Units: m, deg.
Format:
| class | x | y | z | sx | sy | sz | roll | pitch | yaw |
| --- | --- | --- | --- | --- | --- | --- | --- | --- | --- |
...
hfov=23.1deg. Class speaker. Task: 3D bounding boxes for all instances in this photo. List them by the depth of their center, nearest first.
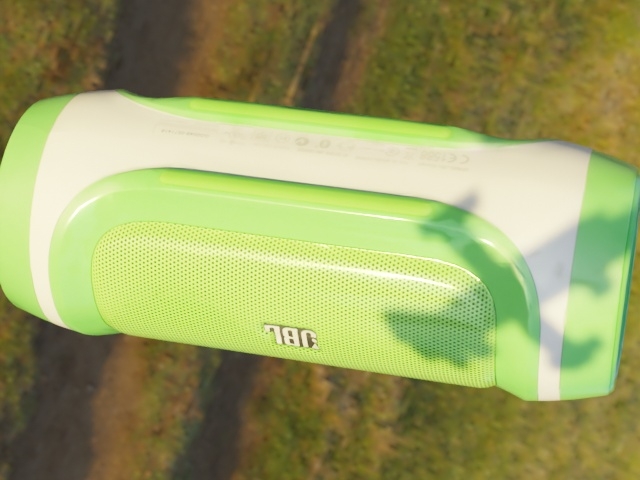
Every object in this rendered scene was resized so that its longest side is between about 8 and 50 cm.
| class | x | y | z | sx | sy | sz | roll | pitch | yaw |
| --- | --- | --- | --- | --- | --- | --- | --- | --- | --- |
| speaker | 0.000 | 0.000 | 0.756 | 0.131 | 0.296 | 0.131 | 7 | 90 | -78 |
